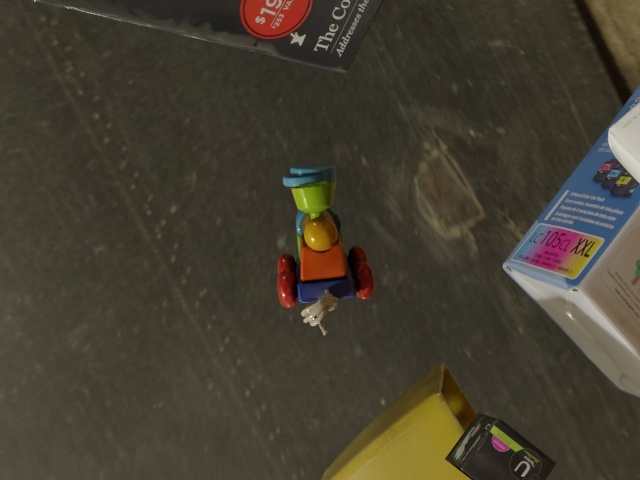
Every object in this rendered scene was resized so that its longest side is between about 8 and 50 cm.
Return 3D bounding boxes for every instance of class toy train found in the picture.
[{"bbox_3d":[0.000,0.000,1.246,0.105,0.248,0.143,-7,101,0],"label":"toy train"}]

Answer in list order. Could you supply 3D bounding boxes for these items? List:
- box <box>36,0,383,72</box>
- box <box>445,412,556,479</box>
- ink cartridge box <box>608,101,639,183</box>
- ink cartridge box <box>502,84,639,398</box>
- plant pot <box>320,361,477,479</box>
[{"bbox_3d":[-0.065,-0.349,0.951,0.313,0.179,0.343,7,123,-34],"label":"box"},{"bbox_3d":[0.146,0.181,0.944,0.062,0.083,0.052,37,85,1],"label":"box"},{"bbox_3d":[0.310,-0.042,0.674,0.181,0.056,0.224,-41,68,7],"label":"ink cartridge box"},{"bbox_3d":[0.438,-0.030,1.342,0.395,0.151,0.270,-50,119,-8],"label":"ink cartridge box"},{"bbox_3d":[0.111,0.284,1.269,0.187,0.212,0.212,-32,89,7],"label":"plant pot"}]
